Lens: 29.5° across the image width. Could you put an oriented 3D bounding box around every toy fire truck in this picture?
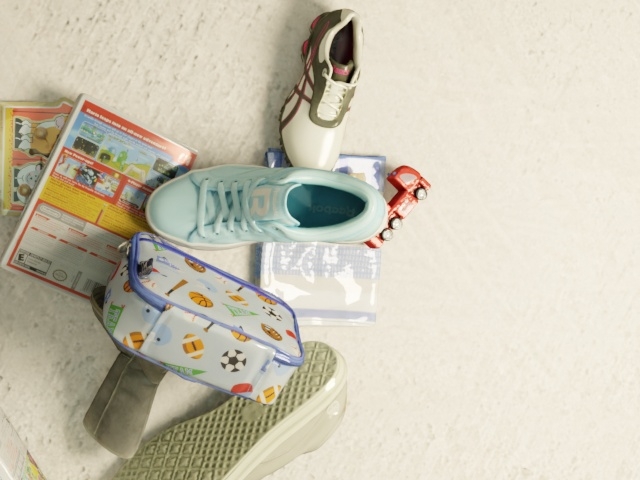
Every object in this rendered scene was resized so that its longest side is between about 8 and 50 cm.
[{"bbox_3d":[0.068,-0.060,1.910,0.135,0.047,0.192,42,80,-13],"label":"toy fire truck"}]

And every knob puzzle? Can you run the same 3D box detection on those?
[{"bbox_3d":[-0.387,-0.120,1.831,0.213,0.030,0.213,-1,94,-14],"label":"knob puzzle"}]

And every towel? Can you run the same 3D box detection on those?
[{"bbox_3d":[0.000,0.000,1.933,0.209,0.034,0.284,3,93,-15],"label":"towel"}]

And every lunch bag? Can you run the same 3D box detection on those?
[{"bbox_3d":[-0.175,0.105,1.777,0.303,0.243,0.115,29,108,-16],"label":"lunch bag"}]

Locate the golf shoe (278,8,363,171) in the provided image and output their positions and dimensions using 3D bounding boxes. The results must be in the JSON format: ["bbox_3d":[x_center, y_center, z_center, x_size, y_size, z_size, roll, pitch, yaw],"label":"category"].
[{"bbox_3d":[0.005,-0.225,1.861,0.105,0.120,0.272,10,87,-15],"label":"golf shoe"}]

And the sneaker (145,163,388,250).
[{"bbox_3d":[-0.084,-0.059,1.789,0.366,0.150,0.135,-3,81,2],"label":"sneaker"}]

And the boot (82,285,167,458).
[{"bbox_3d":[-0.309,0.198,1.834,0.076,0.189,0.208,-16,142,-47],"label":"boot"}]

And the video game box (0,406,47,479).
[{"bbox_3d":[-0.443,0.350,1.766,0.048,0.205,0.187,-33,100,-5],"label":"video game box"}]

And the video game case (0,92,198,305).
[{"bbox_3d":[-0.332,-0.050,1.832,0.204,0.025,0.285,26,88,-27],"label":"video game case"}]

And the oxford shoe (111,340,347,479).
[{"bbox_3d":[-0.136,0.329,1.876,0.449,0.169,0.130,-35,137,-7],"label":"oxford shoe"}]
